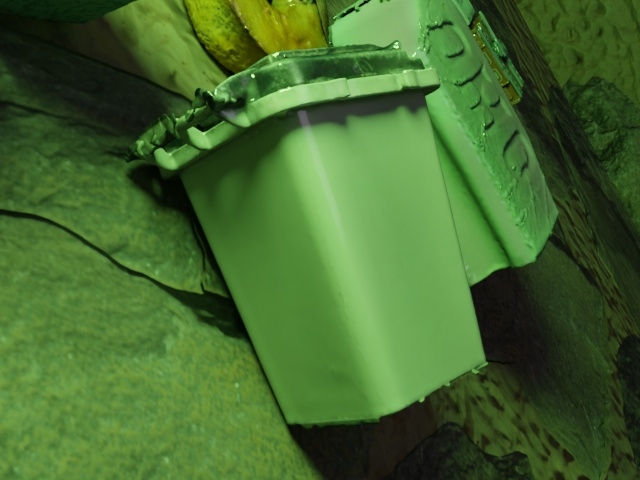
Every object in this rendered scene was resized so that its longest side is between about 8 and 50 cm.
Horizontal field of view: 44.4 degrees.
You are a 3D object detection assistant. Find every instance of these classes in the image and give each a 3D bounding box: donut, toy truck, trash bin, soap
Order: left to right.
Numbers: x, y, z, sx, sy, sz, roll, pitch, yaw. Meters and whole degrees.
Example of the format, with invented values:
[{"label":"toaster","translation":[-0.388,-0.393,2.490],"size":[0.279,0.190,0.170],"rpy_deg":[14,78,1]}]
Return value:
[{"label":"donut","translation":[-0.089,-0.329,1.081],"size":[0.253,0.118,0.253],"rpy_deg":[38,35,-34]},{"label":"trash bin","translation":[0.000,0.000,0.828],"size":[0.296,0.256,0.368],"rpy_deg":[-17,89,-44]},{"label":"soap","translation":[0.185,-0.179,1.191],"size":[0.446,0.156,0.261],"rpy_deg":[58,34,-7]},{"label":"toy truck","translation":[0.306,-0.401,1.690],"size":[0.305,0.162,0.136],"rpy_deg":[52,32,-17]}]

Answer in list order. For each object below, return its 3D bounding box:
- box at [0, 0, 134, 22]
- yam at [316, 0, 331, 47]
[{"label":"box","translation":[-0.231,-0.297,0.745],"size":[0.162,0.227,0.130],"rpy_deg":[-13,91,-59]},{"label":"yam","translation":[0.004,-0.294,1.266],"size":[0.045,0.045,0.327],"rpy_deg":[5,61,-27]}]
